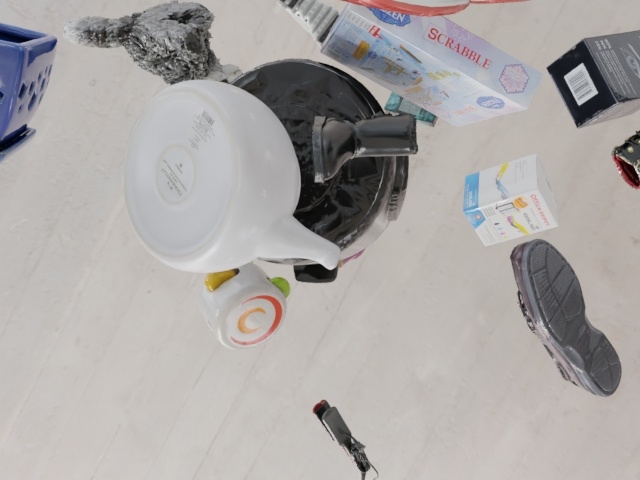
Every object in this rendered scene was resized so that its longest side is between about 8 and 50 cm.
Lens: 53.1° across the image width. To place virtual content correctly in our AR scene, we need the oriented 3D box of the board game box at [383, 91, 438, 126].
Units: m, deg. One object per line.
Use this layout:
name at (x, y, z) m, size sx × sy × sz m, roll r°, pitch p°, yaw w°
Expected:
board game box at (0.240, -0.364, 1.478) m, size 0.126 × 0.026 × 0.186 m, roll 23°, pitch 84°, yaw 25°

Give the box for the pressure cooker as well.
pressure cooker at (-0.022, -0.137, 1.267) m, size 0.375 × 0.420 × 0.370 m, roll 44°, pitch 95°, yaw 9°

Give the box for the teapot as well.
teapot at (-0.120, -0.081, 0.829) m, size 0.252 × 0.187 × 0.256 m, roll -5°, pitch 88°, yaw 37°

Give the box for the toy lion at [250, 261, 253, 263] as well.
toy lion at (-0.202, 0.090, 1.855) m, size 0.034 × 0.100 × 0.096 m, roll 1°, pitch 94°, yaw -8°

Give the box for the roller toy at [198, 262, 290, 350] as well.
roller toy at (-0.194, 0.155, 1.559) m, size 0.209 × 0.146 × 0.191 m, roll 4°, pitch 116°, yaw -37°

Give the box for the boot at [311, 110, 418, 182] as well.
boot at (0.042, -0.089, 0.598) m, size 0.099 × 0.121 × 0.045 m, roll 1°, pitch 118°, yaw 2°

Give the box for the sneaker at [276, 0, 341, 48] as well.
sneaker at (-0.015, -0.646, 1.861) m, size 0.292 × 0.118 × 0.110 m, roll 43°, pitch 96°, yaw -16°

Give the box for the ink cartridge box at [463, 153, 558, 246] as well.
ink cartridge box at (0.577, -0.120, 1.941) m, size 0.233 × 0.168 × 0.171 m, roll -18°, pitch 128°, yaw 31°

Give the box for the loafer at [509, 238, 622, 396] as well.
loafer at (0.365, 0.128, 1.009) m, size 0.109 × 0.095 × 0.302 m, roll -45°, pitch 110°, yaw -26°

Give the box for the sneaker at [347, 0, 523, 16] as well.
sneaker at (0.094, -0.238, 0.462) m, size 0.087 × 0.221 × 0.128 m, roll 27°, pitch 127°, yaw 35°

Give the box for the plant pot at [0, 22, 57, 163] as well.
plant pot at (-0.577, -0.245, 1.030) m, size 0.236 × 0.236 × 0.212 m, roll 12°, pitch 108°, yaw -13°

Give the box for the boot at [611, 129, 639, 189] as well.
boot at (0.640, -0.229, 1.228) m, size 0.178 × 0.085 × 0.236 m, roll -35°, pitch 114°, yaw -2°

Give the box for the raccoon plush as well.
raccoon plush at (-0.436, -0.480, 1.763) m, size 0.446 × 0.216 × 0.299 m, roll 8°, pitch 136°, yaw 11°

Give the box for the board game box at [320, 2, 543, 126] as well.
board game box at (0.171, -0.309, 1.111) m, size 0.318 × 0.319 × 0.066 m, roll 26°, pitch 91°, yaw -10°

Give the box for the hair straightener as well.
hair straightener at (0.062, 0.442, 1.355) m, size 0.047 × 0.089 × 0.230 m, roll -33°, pitch 110°, yaw -22°

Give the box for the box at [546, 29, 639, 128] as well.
box at (0.601, -0.337, 1.334) m, size 0.207 × 0.108 × 0.153 m, roll -16°, pitch 78°, yaw -31°

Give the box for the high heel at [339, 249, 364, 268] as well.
high heel at (0.000, 0.000, 1.546) m, size 0.117 × 0.244 × 0.082 m, roll -38°, pitch 121°, yaw -35°
